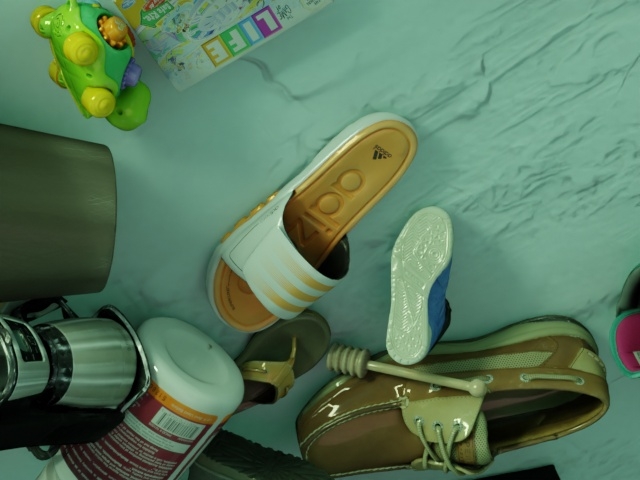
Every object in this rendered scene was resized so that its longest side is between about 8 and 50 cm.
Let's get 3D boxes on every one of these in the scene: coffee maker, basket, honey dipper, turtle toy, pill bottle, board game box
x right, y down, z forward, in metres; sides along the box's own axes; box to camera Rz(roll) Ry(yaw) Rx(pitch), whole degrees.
[{"bbox_3d":[-0.261,0.137,1.255,0.178,0.120,0.171,5,115,-55],"label":"coffee maker"},{"bbox_3d":[-0.291,-0.024,1.193,0.226,0.154,0.204,1,125,-19],"label":"basket"},{"bbox_3d":[0.085,0.129,1.409,0.160,0.030,0.030,10,128,20],"label":"honey dipper"},{"bbox_3d":[-0.180,-0.143,1.178,0.066,0.095,0.130,-30,130,-19],"label":"turtle toy"},{"bbox_3d":[-0.180,0.189,1.379,0.121,0.121,0.221,27,114,-28],"label":"pill bottle"},{"bbox_3d":[-0.080,-0.203,1.192,0.154,0.026,0.103,-30,126,7],"label":"board game box"}]

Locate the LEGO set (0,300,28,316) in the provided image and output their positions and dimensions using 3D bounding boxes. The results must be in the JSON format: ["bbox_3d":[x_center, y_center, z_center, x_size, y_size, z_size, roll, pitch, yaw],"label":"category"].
[{"bbox_3d":[-0.363,0.137,1.335,0.132,0.107,0.287,-16,130,-48],"label":"LEGO set"}]

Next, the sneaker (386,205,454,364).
[{"bbox_3d":[0.099,0.043,1.394,0.058,0.084,0.152,8,90,11],"label":"sneaker"}]

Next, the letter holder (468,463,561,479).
[{"bbox_3d":[0.132,0.398,1.584,0.301,0.152,0.214,-9,127,-8],"label":"letter holder"}]

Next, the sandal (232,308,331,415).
[{"bbox_3d":[-0.061,0.136,1.416,0.180,0.049,0.072,-35,124,12],"label":"sandal"}]

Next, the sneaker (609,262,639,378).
[{"bbox_3d":[0.389,0.113,1.463,0.178,0.124,0.296,-21,119,-5],"label":"sneaker"}]

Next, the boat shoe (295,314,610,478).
[{"bbox_3d":[0.136,0.171,1.446,0.324,0.120,0.123,-19,126,-1],"label":"boat shoe"}]

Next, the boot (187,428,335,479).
[{"bbox_3d":[-0.077,0.303,1.470,0.189,0.076,0.209,27,122,15],"label":"boot"}]

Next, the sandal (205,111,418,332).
[{"bbox_3d":[-0.008,-0.005,1.315,0.102,0.076,0.265,30,112,-29],"label":"sandal"}]
